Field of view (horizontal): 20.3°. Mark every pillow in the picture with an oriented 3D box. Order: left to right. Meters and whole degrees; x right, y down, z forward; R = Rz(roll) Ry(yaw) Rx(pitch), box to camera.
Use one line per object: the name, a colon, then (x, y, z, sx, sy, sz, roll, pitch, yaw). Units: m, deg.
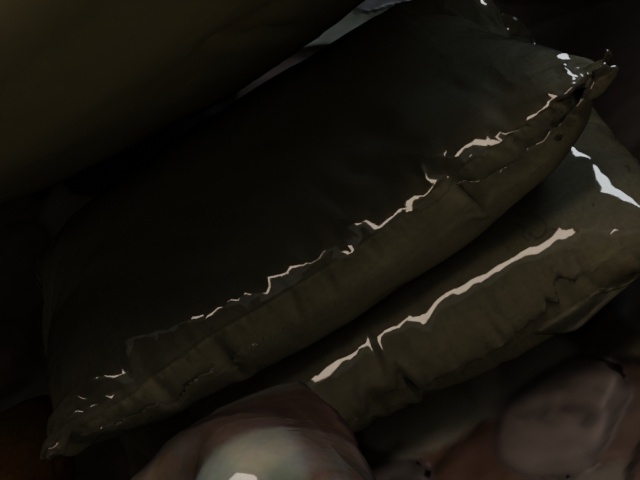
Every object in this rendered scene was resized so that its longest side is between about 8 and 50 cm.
pillow: (0.000, 0.000, 0.515, 0.181, 0.078, 0.134, -31, 32, 0)

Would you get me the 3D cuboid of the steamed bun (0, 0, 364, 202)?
steamed bun: (-0.086, -0.171, 0.501, 0.456, 0.290, 0.371, -40, -8, 22)

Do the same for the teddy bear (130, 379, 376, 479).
teddy bear: (-0.131, 0.172, 0.218, 0.327, 0.375, 0.362, -46, 48, 40)

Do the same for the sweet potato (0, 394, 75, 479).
sweet potato: (-0.122, 0.125, 0.455, 0.065, 0.051, 0.218, -6, 41, 47)
